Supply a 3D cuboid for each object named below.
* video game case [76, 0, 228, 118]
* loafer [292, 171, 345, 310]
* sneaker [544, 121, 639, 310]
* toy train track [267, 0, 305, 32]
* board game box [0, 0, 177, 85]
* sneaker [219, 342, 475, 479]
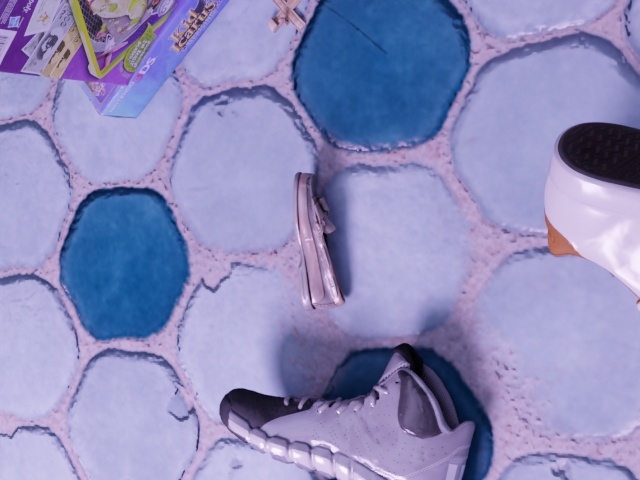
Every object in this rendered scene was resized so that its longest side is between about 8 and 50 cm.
[{"bbox_3d":[-0.187,-0.299,1.045,0.269,0.061,0.244,-47,68,23],"label":"video game case"},{"bbox_3d":[0.000,0.000,0.954,0.039,0.045,0.125,-3,96,14],"label":"loafer"},{"bbox_3d":[0.301,0.009,0.758,0.290,0.106,0.123,21,137,21],"label":"sneaker"},{"bbox_3d":[-0.022,-0.226,0.976,0.083,0.014,0.048,-47,69,22],"label":"toy train track"},{"bbox_3d":[-0.149,-0.284,0.868,0.056,0.208,0.347,44,111,22],"label":"board game box"},{"bbox_3d":[0.030,0.140,0.919,0.228,0.086,0.132,21,97,19],"label":"sneaker"}]
